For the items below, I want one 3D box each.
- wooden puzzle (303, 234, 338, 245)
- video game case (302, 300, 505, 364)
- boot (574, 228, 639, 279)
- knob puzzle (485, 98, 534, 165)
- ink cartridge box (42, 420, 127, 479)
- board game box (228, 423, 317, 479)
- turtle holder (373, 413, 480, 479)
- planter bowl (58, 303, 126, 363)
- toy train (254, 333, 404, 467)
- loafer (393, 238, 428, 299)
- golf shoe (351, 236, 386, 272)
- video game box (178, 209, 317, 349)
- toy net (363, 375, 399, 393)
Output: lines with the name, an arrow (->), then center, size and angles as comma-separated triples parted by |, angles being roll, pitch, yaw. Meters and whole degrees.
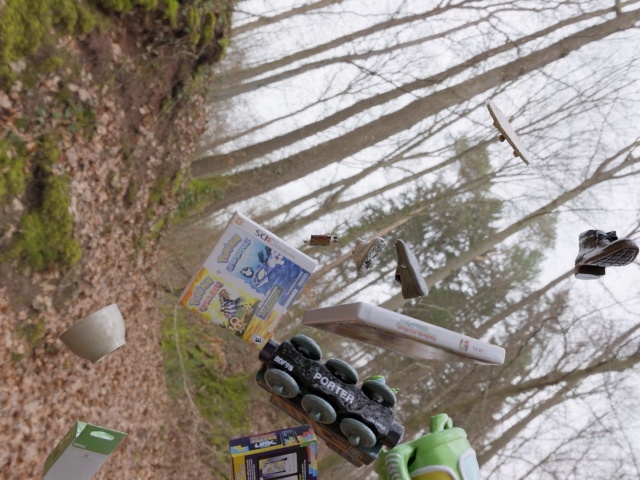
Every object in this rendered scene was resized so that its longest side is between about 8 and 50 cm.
wooden puzzle -> 0.000, 0.000, 1.241 | 0.049, 0.084, 0.006 | 103, -13, -61
video game case -> 0.101, 0.133, 0.724 | 0.227, 0.207, 0.026 | 150, -43, -68
boot -> 0.603, 0.009, 1.110 | 0.219, 0.082, 0.106 | 88, 7, -71
knob puzzle -> 0.442, -0.257, 1.244 | 0.030, 0.213, 0.213 | -34, -101, 28
ink cartridge box -> -0.599, 0.528, 1.318 | 0.109, 0.209, 0.062 | 33, 14, -31
board game box -> -0.077, 0.404, 0.868 | 0.048, 0.141, 0.170 | -131, -142, -67
turtle holder -> 0.257, 0.543, 1.189 | 0.320, 0.244, 0.227 | 83, -13, -62
planter bowl -> -0.588, 0.258, 1.372 | 0.109, 0.162, 0.162 | 57, -25, 1
toy train -> 0.007, 0.332, 1.070 | 0.334, 0.142, 0.190 | 31, -41, 9
loafer -> 0.275, 0.094, 1.701 | 0.094, 0.088, 0.251 | 46, 21, -35
golf shoe -> 0.131, 0.025, 1.531 | 0.085, 0.069, 0.176 | 61, -29, 19
video game box -> -0.137, 0.077, 0.989 | 0.187, 0.205, 0.048 | 33, 0, -13
toy net -> 0.129, 0.491, 1.632 | 0.232, 0.122, 0.045 | -36, -129, 32
